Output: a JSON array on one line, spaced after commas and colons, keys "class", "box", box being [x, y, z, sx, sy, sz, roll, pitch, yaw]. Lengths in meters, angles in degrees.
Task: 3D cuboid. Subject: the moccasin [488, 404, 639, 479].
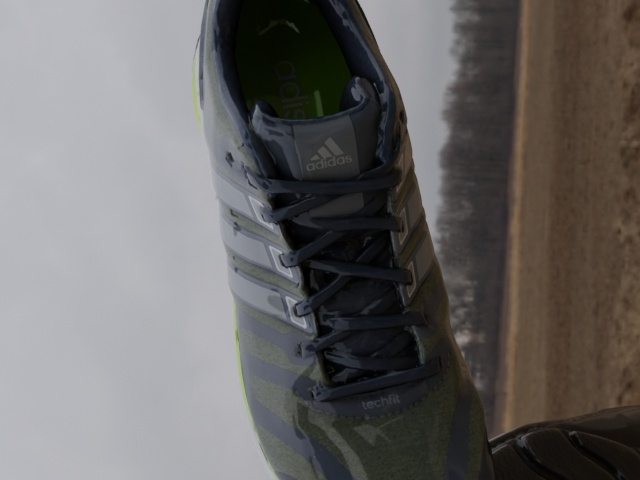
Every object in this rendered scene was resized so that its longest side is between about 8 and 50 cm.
[{"class": "moccasin", "box": [0.167, 0.177, 0.564, 0.380, 0.139, 0.147, -12, -28, -45]}]

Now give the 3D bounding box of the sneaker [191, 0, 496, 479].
[{"class": "sneaker", "box": [0.000, 0.000, 0.378, 0.121, 0.111, 0.300, 90, 162, -74]}]
